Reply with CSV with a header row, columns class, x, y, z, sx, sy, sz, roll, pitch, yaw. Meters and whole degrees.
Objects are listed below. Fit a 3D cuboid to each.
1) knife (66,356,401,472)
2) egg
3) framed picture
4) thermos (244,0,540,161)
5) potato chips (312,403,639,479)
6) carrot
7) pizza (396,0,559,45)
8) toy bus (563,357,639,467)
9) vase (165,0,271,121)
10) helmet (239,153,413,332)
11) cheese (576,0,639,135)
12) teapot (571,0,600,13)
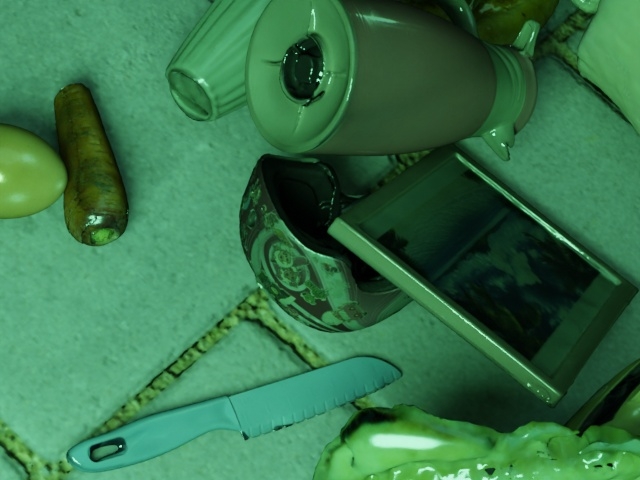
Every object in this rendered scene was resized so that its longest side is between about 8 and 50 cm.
class,x,y,z,sx,sy,sz,roll,pitch,yaw
knife,-0.062,0.141,1.425,0.313,0.019,0.044,-15,71,-31
egg,-0.258,-0.056,1.444,0.096,0.080,0.080,14,52,-19
framed picture,0.151,0.020,1.509,0.232,0.024,0.315,38,23,7
thermos,0.076,-0.156,1.567,0.265,0.146,0.176,0,72,-41
potato chips,0.142,0.309,1.267,0.389,0.097,0.373,14,87,-2
carrot,-0.200,-0.065,1.496,0.055,0.055,0.161,1,49,-22
pizza,0.178,-0.292,1.797,0.268,0.087,0.257,-14,65,-33
toy bus,0.362,0.241,1.408,0.365,0.202,0.177,43,53,11
vase,-0.042,-0.203,1.616,0.128,0.128,0.248,41,60,9
helmet,-0.003,0.013,1.473,0.177,0.107,0.153,25,30,-23
cheese,0.423,-0.231,1.715,0.292,0.332,0.153,-2,53,-56
teapot,0.299,-0.283,1.836,0.057,0.083,0.067,-15,61,-35
